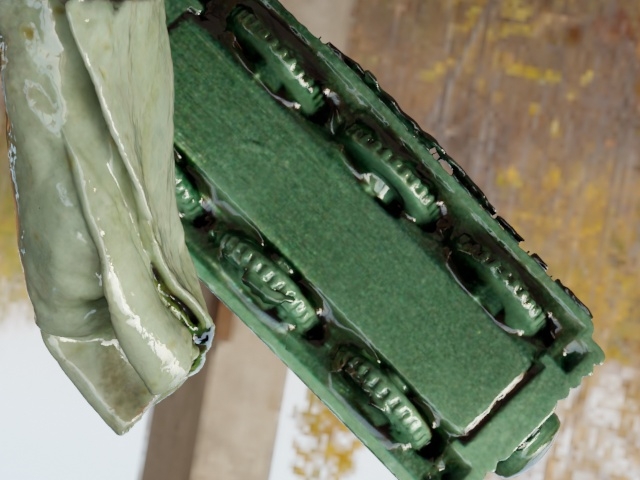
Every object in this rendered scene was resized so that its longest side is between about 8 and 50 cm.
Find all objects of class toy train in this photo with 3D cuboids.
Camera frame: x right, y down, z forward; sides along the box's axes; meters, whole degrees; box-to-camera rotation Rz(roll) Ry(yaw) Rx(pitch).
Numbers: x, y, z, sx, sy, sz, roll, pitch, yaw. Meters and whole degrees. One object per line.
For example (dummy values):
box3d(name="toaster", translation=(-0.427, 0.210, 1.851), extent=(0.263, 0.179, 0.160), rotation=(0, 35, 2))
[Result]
box3d(name="toy train", translation=(0.000, 0.000, 0.887), extent=(0.330, 0.138, 0.178), rotation=(46, 171, 4))

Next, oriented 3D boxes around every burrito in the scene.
box3d(name="burrito", translation=(-0.052, -0.008, 0.396), extent=(0.044, 0.118, 0.074), rotation=(-4, -165, 5))
